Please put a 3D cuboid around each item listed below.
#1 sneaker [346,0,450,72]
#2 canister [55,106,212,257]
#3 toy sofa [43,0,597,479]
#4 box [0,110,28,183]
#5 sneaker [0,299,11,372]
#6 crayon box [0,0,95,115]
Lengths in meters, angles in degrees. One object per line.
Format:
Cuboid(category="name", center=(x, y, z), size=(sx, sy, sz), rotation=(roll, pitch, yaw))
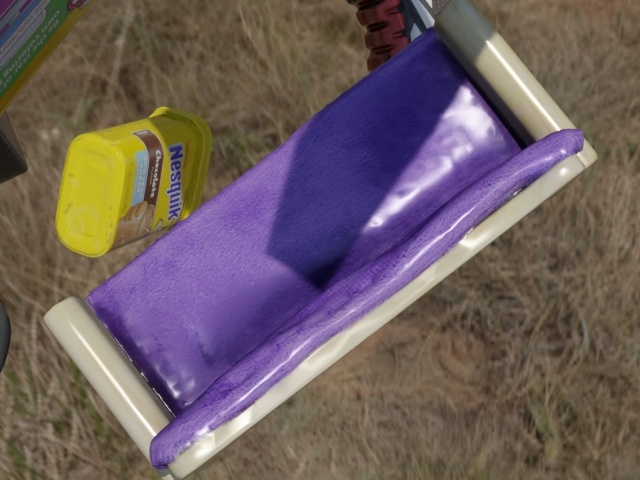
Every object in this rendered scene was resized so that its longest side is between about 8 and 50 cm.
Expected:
Cuboid(category="sneaker", center=(0.105, -0.214, 1.395), size=(0.135, 0.097, 0.276), rotation=(-21, 102, -19))
Cuboid(category="canister", center=(-0.183, -0.058, 1.307), size=(0.073, 0.170, 0.126), rotation=(20, 110, 19))
Cuboid(category="toy sofa", center=(0.000, 0.000, 0.902), size=(0.362, 0.177, 0.150), rotation=(-38, 83, -1))
Cuboid(category="box", center=(-0.571, -0.294, 1.392), size=(0.297, 0.480, 0.472), rotation=(-25, 73, -5))
Cuboid(category="sneaker", center=(-0.300, 0.067, 0.752), size=(0.296, 0.147, 0.104), rotation=(-12, 55, 34))
Cuboid(category="crayon box", center=(-0.229, -0.248, 0.953), size=(0.106, 0.313, 0.363), rotation=(34, 73, 5))
